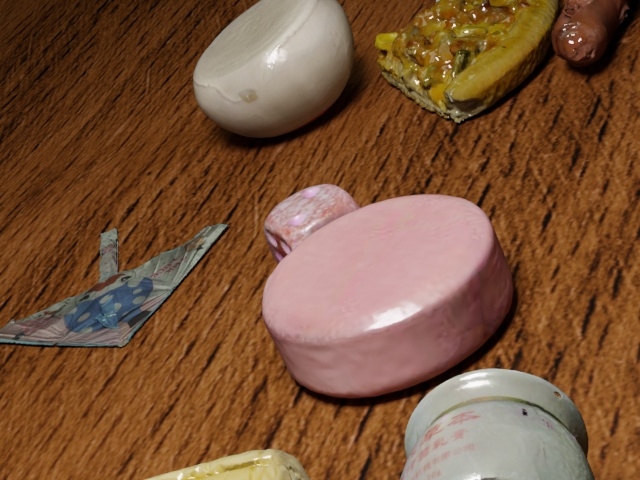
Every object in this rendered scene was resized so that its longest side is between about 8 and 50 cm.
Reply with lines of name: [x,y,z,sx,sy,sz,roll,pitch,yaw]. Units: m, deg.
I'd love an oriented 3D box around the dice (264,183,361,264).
dice: [0.000,0.000,1.589,0.091,0.093,0.094,-33,26,-17]

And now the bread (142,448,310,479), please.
bread: [-0.111,0.257,1.193,0.236,0.106,0.140,-17,29,14]

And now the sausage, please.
sausage: [0.355,-0.307,1.870,0.079,0.087,0.327,27,46,6]

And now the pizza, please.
pizza: [0.225,-0.262,1.906,0.268,0.087,0.258,-28,30,-13]

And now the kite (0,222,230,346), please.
kite: [-0.258,0.055,1.790,0.335,0.011,0.314,-24,27,-1]

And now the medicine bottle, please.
medicine bottle: [0.129,0.185,1.084,0.147,0.147,0.143,-17,26,14]

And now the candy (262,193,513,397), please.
candy: [0.058,0.051,1.446,0.255,0.094,0.255,-19,28,10]

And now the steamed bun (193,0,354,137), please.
steamed bun: [-0.051,-0.225,1.984,0.231,0.145,0.232,-31,27,18]

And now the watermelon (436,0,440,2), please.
watermelon: [0.216,-0.390,2.156,0.154,0.094,0.241,-1,35,21]
